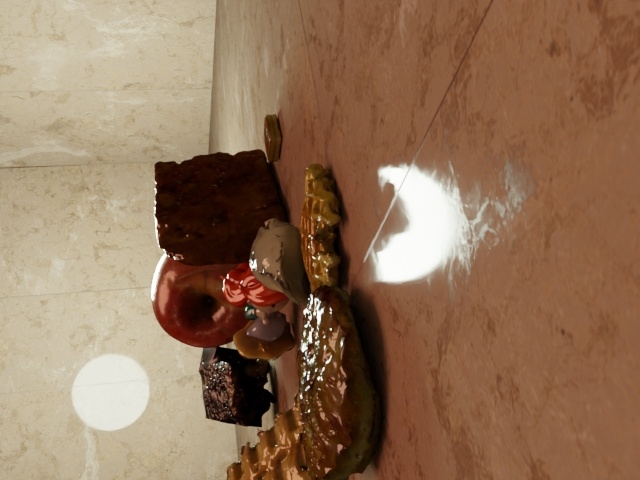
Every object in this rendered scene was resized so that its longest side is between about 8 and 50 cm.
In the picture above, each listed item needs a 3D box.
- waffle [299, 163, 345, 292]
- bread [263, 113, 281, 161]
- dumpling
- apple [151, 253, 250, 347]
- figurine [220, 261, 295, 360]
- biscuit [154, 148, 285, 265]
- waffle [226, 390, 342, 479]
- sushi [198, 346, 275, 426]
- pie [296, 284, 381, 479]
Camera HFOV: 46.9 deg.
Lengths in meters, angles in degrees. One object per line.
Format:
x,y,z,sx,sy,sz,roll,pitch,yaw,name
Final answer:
-0.002,0.000,1.418,0.250,0.056,0.261,100,160,-48,waffle
-0.128,-0.271,1.955,0.090,0.035,0.094,102,161,-52,bread
-0.072,0.056,1.588,0.172,0.142,0.247,44,-158,-31,dumpling
-0.340,0.140,2.289,0.364,0.363,0.364,176,90,-78,apple
-0.148,0.148,1.827,0.208,0.180,0.257,-111,22,-52,figurine
-0.282,-0.094,2.018,0.395,0.342,0.166,-107,14,-55,biscuit
-0.080,0.531,1.552,0.348,0.077,0.304,-48,40,31,waffle
-0.253,0.462,2.318,0.212,0.215,0.227,-6,71,52,sushi
0.023,0.247,1.261,0.288,0.102,0.355,-109,24,-51,pie
